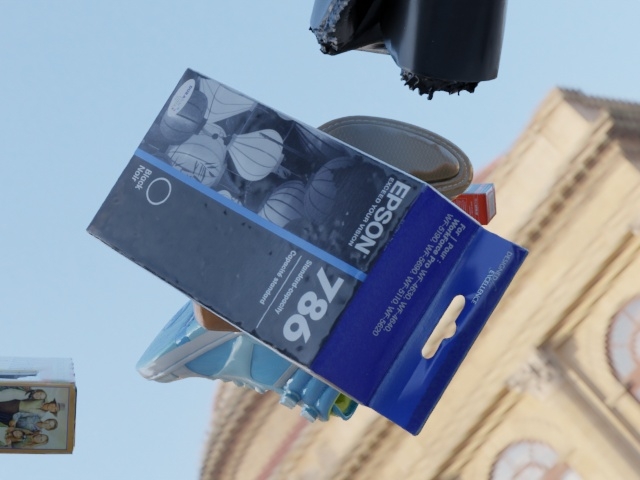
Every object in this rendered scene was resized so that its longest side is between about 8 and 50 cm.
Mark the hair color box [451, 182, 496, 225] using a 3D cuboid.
[{"bbox_3d":[0.144,-0.043,1.797,0.072,0.141,0.043,-39,-55,-70],"label":"hair color box"}]

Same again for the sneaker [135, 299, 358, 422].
[{"bbox_3d":[-0.071,0.149,1.669,0.319,0.208,0.127,-29,21,50],"label":"sneaker"}]

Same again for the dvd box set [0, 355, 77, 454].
[{"bbox_3d":[-0.416,0.129,1.201,0.420,0.062,0.307,2,-1,-11],"label":"dvd box set"}]

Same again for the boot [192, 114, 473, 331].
[{"bbox_3d":[0.000,0.000,1.390,0.283,0.109,0.220,-9,-42,-10],"label":"boot"}]

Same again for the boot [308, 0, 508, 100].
[{"bbox_3d":[0.023,-0.202,0.730,0.094,0.246,0.207,-4,-61,-35],"label":"boot"}]

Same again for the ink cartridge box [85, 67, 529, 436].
[{"bbox_3d":[-0.020,-0.001,1.102,0.165,0.332,0.065,-59,-34,-6],"label":"ink cartridge box"}]
